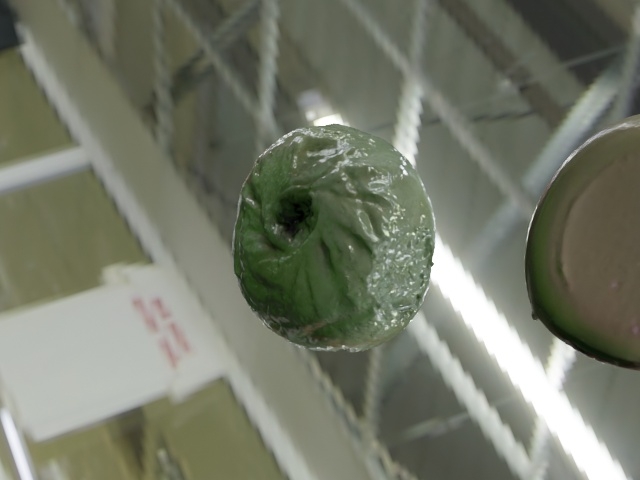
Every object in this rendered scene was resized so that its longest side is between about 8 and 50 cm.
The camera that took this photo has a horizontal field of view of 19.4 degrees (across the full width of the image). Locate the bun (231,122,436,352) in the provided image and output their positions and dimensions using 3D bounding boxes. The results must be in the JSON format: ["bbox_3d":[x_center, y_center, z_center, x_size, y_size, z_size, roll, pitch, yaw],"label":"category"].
[{"bbox_3d":[-0.002,-0.001,1.651,0.221,0.108,0.221,5,-83,52],"label":"bun"}]

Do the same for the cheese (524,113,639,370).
[{"bbox_3d":[0.258,-0.046,1.339,0.163,0.286,0.082,30,8,15],"label":"cheese"}]
